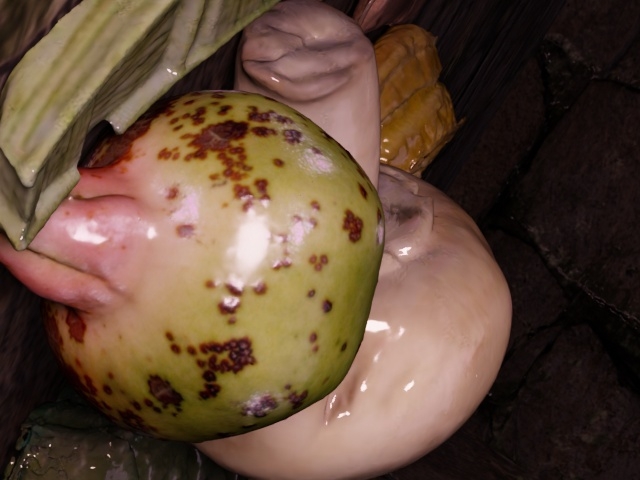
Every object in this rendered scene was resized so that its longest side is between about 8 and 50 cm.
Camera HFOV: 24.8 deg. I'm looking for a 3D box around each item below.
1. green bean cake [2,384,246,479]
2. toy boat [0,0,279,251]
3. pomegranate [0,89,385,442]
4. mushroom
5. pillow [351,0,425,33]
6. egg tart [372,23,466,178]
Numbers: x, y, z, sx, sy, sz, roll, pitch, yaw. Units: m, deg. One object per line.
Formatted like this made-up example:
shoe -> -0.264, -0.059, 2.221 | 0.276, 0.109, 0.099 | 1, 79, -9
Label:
green bean cake -> -0.160, 0.230, 1.186 | 0.255, 0.132, 0.241 | -32, 131, -66
toy boat -> -0.079, -0.108, 0.756 | 0.293, 0.055, 0.093 | -48, 170, -39
pomegranate -> -0.089, 0.012, 0.819 | 0.248, 0.214, 0.214 | 11, 119, -46
mushroom -> 0.000, 0.000, 1.062 | 0.314, 0.314, 0.336 | -47, 149, -47
pillow -> 0.080, -0.239, 1.289 | 0.135, 0.034, 0.211 | -61, 173, 18
egg tart -> 0.043, -0.082, 1.458 | 0.290, 0.115, 0.290 | -51, 174, -8
